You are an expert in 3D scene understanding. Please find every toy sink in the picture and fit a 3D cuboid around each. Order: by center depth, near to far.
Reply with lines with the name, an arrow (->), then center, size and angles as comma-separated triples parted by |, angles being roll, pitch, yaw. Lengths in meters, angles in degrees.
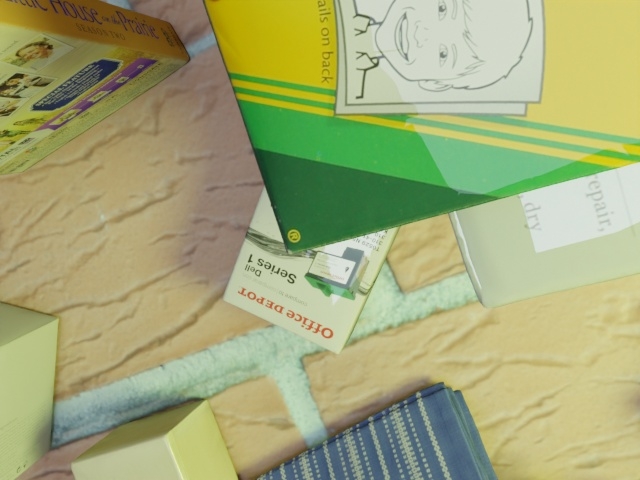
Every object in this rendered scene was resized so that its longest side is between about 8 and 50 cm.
toy sink -> -0.198, 0.360, 0.819 | 0.153, 0.131, 0.234 | -21, 91, 16

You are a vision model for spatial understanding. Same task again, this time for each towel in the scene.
towel -> 0.063, 0.348, 0.735 | 0.336, 0.040, 0.243 | -32, 52, 18

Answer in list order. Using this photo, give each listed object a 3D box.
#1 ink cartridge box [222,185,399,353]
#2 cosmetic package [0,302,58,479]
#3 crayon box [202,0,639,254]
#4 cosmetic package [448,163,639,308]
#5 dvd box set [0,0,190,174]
ink cartridge box -> 0.000, 0.000, 0.717 | 0.160, 0.092, 0.219 | 24, 105, 8
cosmetic package -> -0.511, 0.203, 0.853 | 0.224, 0.138, 0.224 | 13, 105, 10
crayon box -> 0.080, -0.208, 0.302 | 0.313, 0.106, 0.362 | -15, 97, 23
cosmetic package -> 0.283, -0.186, 0.471 | 0.394, 0.329, 0.327 | -17, 97, 23
dvd box set -> -0.348, -0.141, 0.598 | 0.308, 0.420, 0.062 | -27, 94, 17
